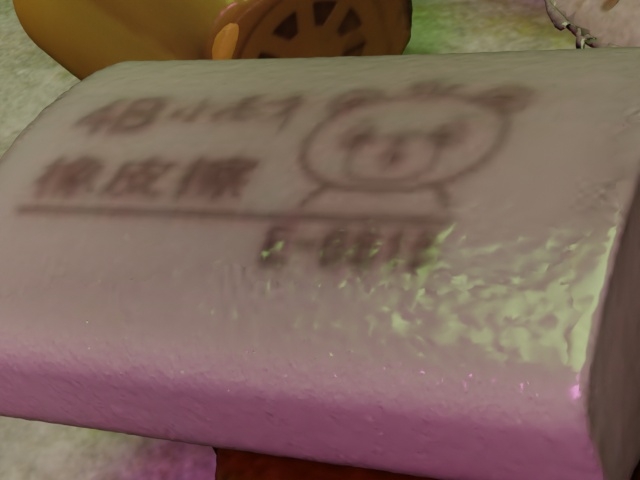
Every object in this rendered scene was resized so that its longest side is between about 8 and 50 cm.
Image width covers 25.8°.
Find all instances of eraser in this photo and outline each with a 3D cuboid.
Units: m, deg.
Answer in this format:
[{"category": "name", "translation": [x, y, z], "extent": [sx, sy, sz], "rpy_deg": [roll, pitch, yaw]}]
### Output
[{"category": "eraser", "translation": [0.000, 0.000, 0.530], "extent": [0.270, 0.095, 0.174], "rpy_deg": [2, 45, 31]}]

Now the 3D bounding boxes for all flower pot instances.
[{"category": "flower pot", "translation": [-0.051, -0.138, 0.784], "extent": [0.195, 0.195, 0.179], "rpy_deg": [-34, 48, -16]}]

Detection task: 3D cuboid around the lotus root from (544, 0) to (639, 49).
[{"category": "lotus root", "translation": [0.244, -0.160, 0.625], "extent": [0.272, 0.192, 0.272], "rpy_deg": [-19, 61, 40]}]

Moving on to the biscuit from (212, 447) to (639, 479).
[{"category": "biscuit", "translation": [0.118, 0.078, 0.493], "extent": [0.381, 0.074, 0.359], "rpy_deg": [11, 46, 42]}]
